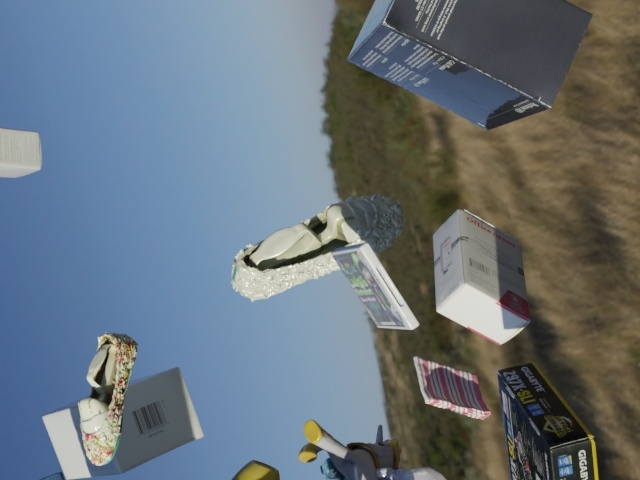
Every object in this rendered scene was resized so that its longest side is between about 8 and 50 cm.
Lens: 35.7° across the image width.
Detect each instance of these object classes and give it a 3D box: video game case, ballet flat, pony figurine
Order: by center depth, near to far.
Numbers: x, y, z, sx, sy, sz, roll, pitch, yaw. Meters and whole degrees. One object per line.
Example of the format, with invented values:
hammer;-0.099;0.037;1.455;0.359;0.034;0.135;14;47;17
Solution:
ballet flat;-0.383;0.269;1.739;0.077;0.091;0.241;40;-134;-45
video game case;0.095;0.085;1.806;0.173;0.022;0.190;58;166;-5
ballet flat;0.000;0.000;2.076;0.147;0.409;0.147;59;168;20
pony figurine;0.117;0.558;2.196;0.363;0.303;0.351;17;-139;-50

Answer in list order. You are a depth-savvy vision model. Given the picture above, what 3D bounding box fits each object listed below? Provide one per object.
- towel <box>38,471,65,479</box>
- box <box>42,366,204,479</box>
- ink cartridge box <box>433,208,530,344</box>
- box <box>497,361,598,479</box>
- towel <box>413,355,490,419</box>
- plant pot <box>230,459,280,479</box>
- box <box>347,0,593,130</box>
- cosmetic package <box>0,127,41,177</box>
towel;-0.637;0.622;2.397;0.029;0.067;0.119;64;-174;-75
box;-0.453;0.418;2.254;0.345;0.215;0.168;-23;88;54
ink cartridge box;0.392;0.086;2.445;0.207;0.117;0.283;28;-143;-19
box;0.384;0.403;1.654;0.257;0.079;0.322;-111;10;-69
towel;0.321;0.359;2.443;0.029;0.197;0.144;-53;31;30
plant pot;-0.145;0.559;2.275;0.134;0.134;0.095;53;-122;-78
box;0.247;-0.355;1.753;0.179;0.312;0.343;-64;8;-3
cosmetic package;-0.687;-0.179;1.986;0.231;0.117;0.085;-1;-98;-46
